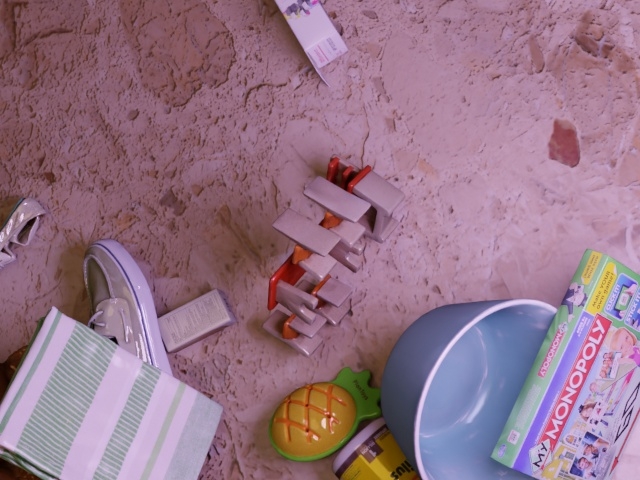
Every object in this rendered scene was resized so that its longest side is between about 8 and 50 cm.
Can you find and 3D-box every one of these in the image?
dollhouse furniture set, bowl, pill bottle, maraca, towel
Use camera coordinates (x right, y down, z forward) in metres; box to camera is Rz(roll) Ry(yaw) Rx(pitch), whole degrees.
[{"bbox_3d":[0.000,0.000,1.778,0.135,0.262,0.259,31,55,17],"label":"dollhouse furniture set"},{"bbox_3d":[0.208,0.212,1.688,0.163,0.311,0.311,22,86,54],"label":"bowl"},{"bbox_3d":[0.126,0.371,1.746,0.117,0.117,0.215,-45,76,3],"label":"pill bottle"},{"bbox_3d":[0.008,0.262,1.800,0.185,0.099,0.127,-31,52,-9],"label":"maraca"},{"bbox_3d":[-0.308,0.271,1.749,0.325,0.038,0.248,34,53,-22],"label":"towel"}]

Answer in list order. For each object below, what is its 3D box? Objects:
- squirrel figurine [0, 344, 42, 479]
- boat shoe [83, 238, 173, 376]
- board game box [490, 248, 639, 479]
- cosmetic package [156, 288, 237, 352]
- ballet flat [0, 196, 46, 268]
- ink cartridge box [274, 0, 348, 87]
[{"bbox_3d":[-0.473,0.351,1.765,0.397,0.281,0.370,-20,43,-17],"label":"squirrel figurine"},{"bbox_3d":[-0.315,0.139,1.871,0.109,0.094,0.302,-33,74,42],"label":"boat shoe"},{"bbox_3d":[0.384,0.196,1.678,0.046,0.213,0.317,22,86,52],"label":"board game box"},{"bbox_3d":[-0.198,0.128,1.893,0.115,0.041,0.060,-26,77,8],"label":"cosmetic package"},{"bbox_3d":[-0.516,0.005,1.975,0.052,0.057,0.168,35,90,5],"label":"ballet flat"},{"bbox_3d":[-0.015,-0.343,1.892,0.061,0.104,0.181,-31,77,7],"label":"ink cartridge box"}]
